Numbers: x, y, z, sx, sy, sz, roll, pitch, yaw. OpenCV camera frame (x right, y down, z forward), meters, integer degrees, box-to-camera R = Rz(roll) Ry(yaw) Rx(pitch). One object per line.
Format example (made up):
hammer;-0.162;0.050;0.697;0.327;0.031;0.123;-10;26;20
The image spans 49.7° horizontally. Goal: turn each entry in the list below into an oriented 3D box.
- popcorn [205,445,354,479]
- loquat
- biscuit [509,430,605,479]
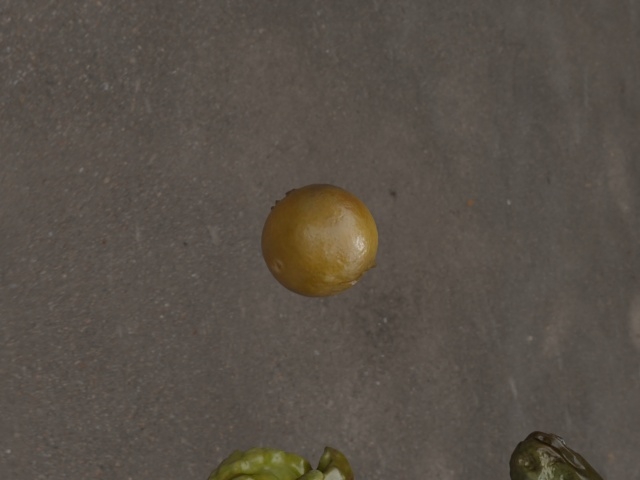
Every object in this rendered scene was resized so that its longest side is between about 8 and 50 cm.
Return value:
popcorn;-0.057;0.366;0.847;0.251;0.237;0.206;-42;105;-1
loquat;0.000;0.000;0.794;0.141;0.141;0.141;11;73;-38
biscuit;0.237;0.282;0.460;0.078;0.329;0.335;-31;85;2
